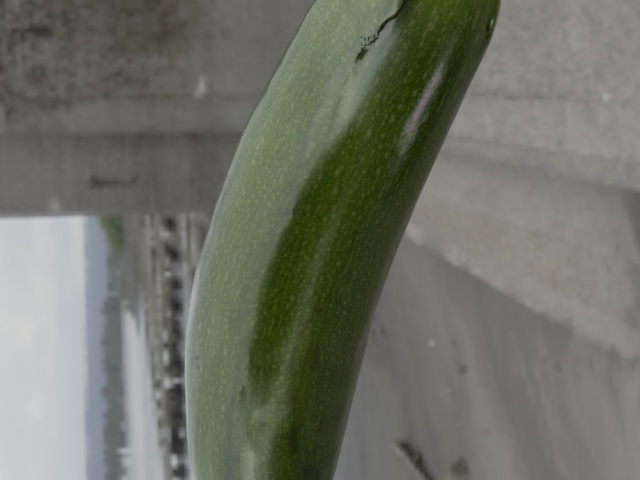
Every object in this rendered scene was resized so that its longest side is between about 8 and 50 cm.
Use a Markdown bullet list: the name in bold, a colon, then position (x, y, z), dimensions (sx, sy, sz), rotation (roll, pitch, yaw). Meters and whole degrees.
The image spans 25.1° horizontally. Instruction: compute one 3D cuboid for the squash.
- **squash**: position (-0.002, -0.001, 0.535), dimensions (0.071, 0.080, 0.318), rotation (38, 119, 40)
